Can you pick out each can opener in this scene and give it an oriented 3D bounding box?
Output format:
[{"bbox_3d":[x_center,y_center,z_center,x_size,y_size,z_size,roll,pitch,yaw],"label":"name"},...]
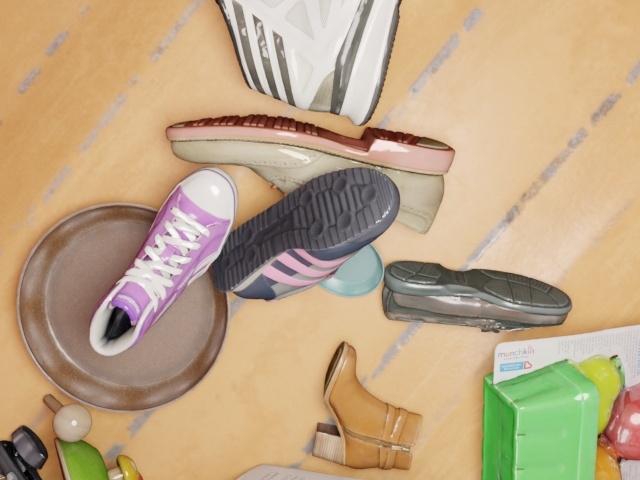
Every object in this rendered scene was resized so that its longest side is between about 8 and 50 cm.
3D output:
[{"bbox_3d":[-0.425,0.364,1.174,0.073,0.059,0.186,-48,65,20],"label":"can opener"}]

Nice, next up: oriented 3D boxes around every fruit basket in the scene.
[{"bbox_3d":[0.404,0.273,1.149,0.352,0.165,0.327,-9,107,-19],"label":"fruit basket"}]

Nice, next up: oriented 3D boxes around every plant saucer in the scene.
[{"bbox_3d":[-0.285,0.097,1.168,0.310,0.050,0.311,0,98,0],"label":"plant saucer"},{"bbox_3d":[0.036,0.029,1.146,0.119,0.021,0.119,9,127,13],"label":"plant saucer"}]

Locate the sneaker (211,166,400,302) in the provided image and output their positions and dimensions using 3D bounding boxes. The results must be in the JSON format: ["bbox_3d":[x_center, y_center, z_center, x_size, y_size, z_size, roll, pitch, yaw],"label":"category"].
[{"bbox_3d":[0.000,0.000,1.064,0.319,0.131,0.112,-23,58,39],"label":"sneaker"}]

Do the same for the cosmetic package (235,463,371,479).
[{"bbox_3d":[-0.029,0.556,1.030,0.327,0.329,0.394,-6,100,39],"label":"cosmetic package"}]

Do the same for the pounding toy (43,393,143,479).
[{"bbox_3d":[-0.317,0.334,1.160,0.110,0.183,0.237,-14,95,-23],"label":"pounding toy"}]

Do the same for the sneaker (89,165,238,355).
[{"bbox_3d":[-0.205,0.036,1.040,0.102,0.161,0.282,33,103,-6],"label":"sneaker"}]

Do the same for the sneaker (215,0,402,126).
[{"bbox_3d":[-0.005,-0.393,1.033,0.257,0.169,0.448,13,100,-3],"label":"sneaker"}]

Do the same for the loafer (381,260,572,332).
[{"bbox_3d":[0.220,0.091,1.150,0.267,0.096,0.084,10,118,6],"label":"loafer"}]

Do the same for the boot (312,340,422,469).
[{"bbox_3d":[0.077,0.247,1.175,0.152,0.073,0.197,10,110,1],"label":"boot"}]

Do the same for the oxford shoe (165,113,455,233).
[{"bbox_3d":[-0.021,-0.089,1.096,0.396,0.140,0.147,9,107,2],"label":"oxford shoe"}]

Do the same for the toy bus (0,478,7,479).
[{"bbox_3d":[-0.429,0.466,1.181,0.332,0.130,0.108,36,97,-4],"label":"toy bus"}]
